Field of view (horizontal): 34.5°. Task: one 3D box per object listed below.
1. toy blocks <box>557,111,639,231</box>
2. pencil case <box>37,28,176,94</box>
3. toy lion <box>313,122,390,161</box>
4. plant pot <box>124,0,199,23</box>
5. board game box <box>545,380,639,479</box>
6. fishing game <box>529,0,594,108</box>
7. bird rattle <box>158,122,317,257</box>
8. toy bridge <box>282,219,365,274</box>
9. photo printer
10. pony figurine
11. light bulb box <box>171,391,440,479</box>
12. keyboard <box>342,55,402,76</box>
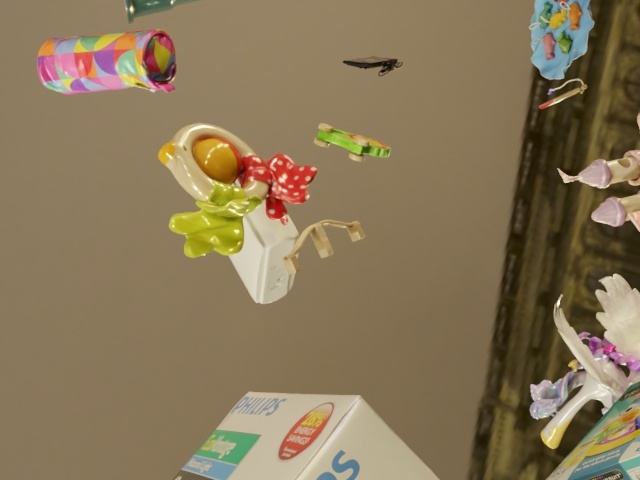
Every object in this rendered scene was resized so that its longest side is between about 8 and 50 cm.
[{"bbox_3d":[0.603,-0.044,1.855,0.260,0.288,0.309,-14,-38,-17],"label":"toy blocks"},{"bbox_3d":[-0.351,-0.291,1.699,0.104,0.236,0.104,-13,-76,-62],"label":"pencil case"},{"bbox_3d":[0.053,-0.149,1.564,0.096,0.100,0.034,-16,-53,-63],"label":"toy lion"},{"bbox_3d":[-0.201,-0.574,1.838,0.341,0.334,0.341,173,90,-83],"label":"plant pot"},{"bbox_3d":[0.526,0.301,1.622,0.336,0.079,0.254,-33,-4,-41],"label":"board game box"},{"bbox_3d":[0.392,-0.360,1.717,0.041,0.189,0.264,2,-97,-20],"label":"fishing game"},{"bbox_3d":[-0.129,-0.099,1.542,0.253,0.207,0.143,-41,-3,-47],"label":"bird rattle"},{"bbox_3d":[0.000,0.000,1.866,0.188,0.026,0.063,-26,-85,-38],"label":"toy bridge"},{"bbox_3d":[-0.162,-0.046,2.280,0.107,0.307,0.256,-21,-28,-20],"label":"photo printer"},{"bbox_3d":[0.566,0.274,2.006,0.303,0.351,0.363,-21,-24,-43],"label":"pony figurine"},{"bbox_3d":[0.027,0.364,1.109,0.225,0.361,0.358,-48,11,-20],"label":"light bulb box"},{"bbox_3d":[0.132,-0.423,2.517,0.192,0.100,0.038,-27,-56,-61],"label":"keyboard"}]
